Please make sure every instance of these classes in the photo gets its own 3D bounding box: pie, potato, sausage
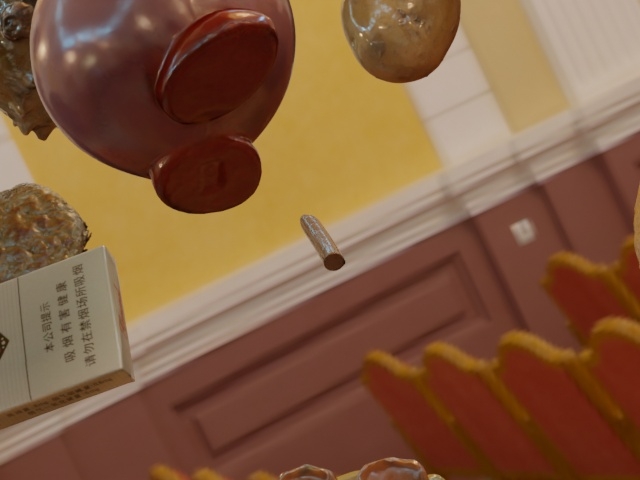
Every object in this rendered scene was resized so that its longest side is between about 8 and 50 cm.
[{"bbox_3d":[-0.404,0.003,1.892,0.163,0.193,0.079,-34,-36,-22],"label":"pie"},{"bbox_3d":[0.079,-0.213,1.309,0.112,0.147,0.112,4,-31,3],"label":"potato"},{"bbox_3d":[0.000,0.000,1.620,0.026,0.026,0.116,-26,31,-4],"label":"sausage"}]

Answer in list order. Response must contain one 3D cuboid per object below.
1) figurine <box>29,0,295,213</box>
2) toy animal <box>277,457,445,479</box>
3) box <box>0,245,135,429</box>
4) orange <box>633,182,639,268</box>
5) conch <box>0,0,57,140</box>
[{"bbox_3d":[-0.098,-0.123,0.870,0.173,0.173,0.173,-25,4,2],"label":"figurine"},{"bbox_3d":[0.072,0.379,1.692,0.216,0.191,0.338,-11,-24,8],"label":"toy animal"},{"bbox_3d":[-0.290,0.104,1.253,0.245,0.139,0.035,-19,-34,8],"label":"box"},{"bbox_3d":[0.422,-0.022,1.145,0.341,0.293,0.340,-21,-21,-9],"label":"orange"},{"bbox_3d":[-0.261,-0.256,1.455,0.263,0.324,0.186,-38,19,-8],"label":"conch"}]
